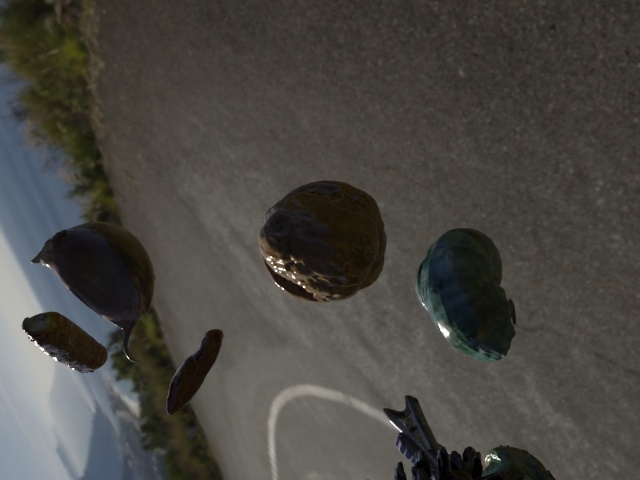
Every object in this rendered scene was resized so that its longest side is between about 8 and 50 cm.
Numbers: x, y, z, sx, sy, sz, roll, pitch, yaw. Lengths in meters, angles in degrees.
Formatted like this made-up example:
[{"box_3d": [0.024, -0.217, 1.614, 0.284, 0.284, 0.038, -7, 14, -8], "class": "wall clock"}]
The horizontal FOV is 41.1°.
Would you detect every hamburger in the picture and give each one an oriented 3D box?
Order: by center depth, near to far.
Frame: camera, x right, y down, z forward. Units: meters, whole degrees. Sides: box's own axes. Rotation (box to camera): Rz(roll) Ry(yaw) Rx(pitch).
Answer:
[{"box_3d": [0.428, 0.593, 1.997, 0.192, 0.167, 0.288, 50, 157, 15], "class": "hamburger"}]

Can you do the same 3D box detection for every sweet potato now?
[{"box_3d": [-0.231, 0.236, 1.558, 0.058, 0.202, 0.055, 13, 141, 21], "class": "sweet potato"}]

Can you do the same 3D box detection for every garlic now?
[{"box_3d": [-0.350, 0.072, 1.483, 0.266, 0.128, 0.148, 51, 124, 6], "class": "garlic"}]

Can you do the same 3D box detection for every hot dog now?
[{"box_3d": [-0.476, 0.199, 1.617, 0.289, 0.083, 0.068, 72, -173, -67], "class": "hot dog"}]

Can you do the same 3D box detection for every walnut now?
[{"box_3d": [0.000, 0.000, 1.666, 0.257, 0.257, 0.224, 58, -167, 15], "class": "walnut"}]

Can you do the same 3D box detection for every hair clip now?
[{"box_3d": [0.213, 0.398, 1.543, 0.106, 0.084, 0.292, 25, -162, -43], "class": "hair clip"}]

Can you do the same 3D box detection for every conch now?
[{"box_3d": [0.252, 0.086, 1.506, 0.277, 0.195, 0.220, 14, 119, 61], "class": "conch"}]

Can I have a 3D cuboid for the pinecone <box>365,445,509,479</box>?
[{"box_3d": [0.148, 0.430, 1.245, 0.244, 0.309, 0.244, 46, 162, 20], "class": "pinecone"}]
